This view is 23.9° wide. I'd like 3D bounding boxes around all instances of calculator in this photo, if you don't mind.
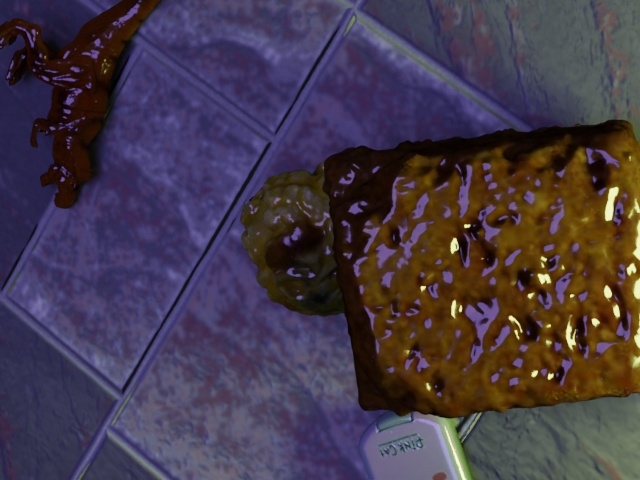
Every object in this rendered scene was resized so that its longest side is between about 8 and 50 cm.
[{"bbox_3d":[0.142,0.341,2.022,0.141,0.045,0.246,-19,88,25],"label":"calculator"}]

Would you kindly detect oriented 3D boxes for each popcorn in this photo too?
[{"bbox_3d":[-0.001,-0.001,1.992,0.189,0.218,0.169,-24,40,9],"label":"popcorn"}]

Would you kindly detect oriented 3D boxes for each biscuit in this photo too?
[{"bbox_3d":[0.216,0.037,1.827,0.395,0.166,0.342,-9,100,2],"label":"biscuit"}]

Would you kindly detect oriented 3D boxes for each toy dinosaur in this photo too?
[{"bbox_3d":[-0.358,-0.259,2.163,0.208,0.097,0.432,25,108,6],"label":"toy dinosaur"}]

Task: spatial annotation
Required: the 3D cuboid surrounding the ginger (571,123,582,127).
[{"bbox_3d":[0.327,-0.098,1.908,0.048,0.030,0.097,15,97,44],"label":"ginger"}]
